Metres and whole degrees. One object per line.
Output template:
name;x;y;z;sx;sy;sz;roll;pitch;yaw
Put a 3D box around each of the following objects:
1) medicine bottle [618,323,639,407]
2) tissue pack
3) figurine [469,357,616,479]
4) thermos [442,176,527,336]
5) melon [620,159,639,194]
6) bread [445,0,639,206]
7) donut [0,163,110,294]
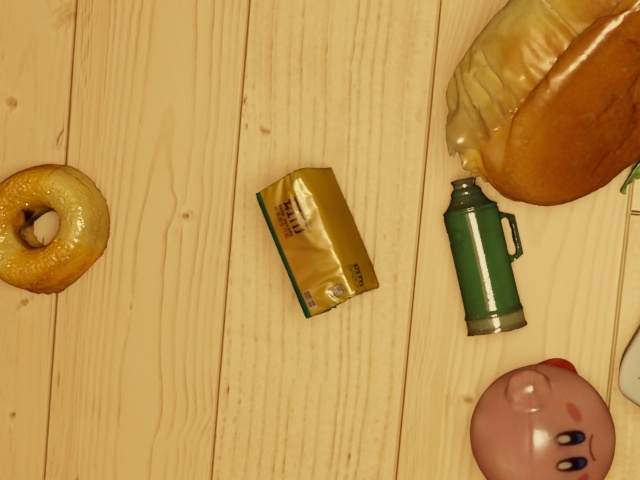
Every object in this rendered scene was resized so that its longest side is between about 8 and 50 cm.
medicine bottle;0.463;0.074;1.235;0.161;0.111;0.296;29;103;11
tissue pack;0.000;0.000;1.364;0.082;0.120;0.169;-24;85;18
figurine;0.253;0.225;1.274;0.173;0.173;0.173;1;93;17
thermos;0.196;0.016;1.330;0.083;0.073;0.188;-13;89;18
melon;0.462;-0.104;1.254;0.261;0.053;0.114;-17;124;27
bread;0.316;-0.205;1.211;0.388;0.236;0.183;-47;60;27
donut;-0.382;-0.015;1.503;0.190;0.074;0.174;-21;86;16
